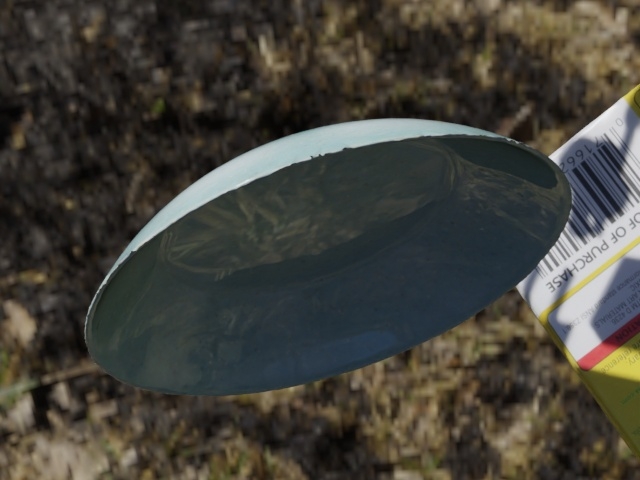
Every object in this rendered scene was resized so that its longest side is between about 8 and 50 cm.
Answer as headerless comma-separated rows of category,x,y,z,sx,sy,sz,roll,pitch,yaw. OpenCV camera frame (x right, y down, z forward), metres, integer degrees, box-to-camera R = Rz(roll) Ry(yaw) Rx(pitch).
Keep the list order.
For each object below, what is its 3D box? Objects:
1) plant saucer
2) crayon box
plant saucer,0.000,0.000,0.729,0.195,0.195,0.037,-14,64,-8
crayon box,0.247,0.054,0.992,0.202,0.081,0.318,-39,61,12
